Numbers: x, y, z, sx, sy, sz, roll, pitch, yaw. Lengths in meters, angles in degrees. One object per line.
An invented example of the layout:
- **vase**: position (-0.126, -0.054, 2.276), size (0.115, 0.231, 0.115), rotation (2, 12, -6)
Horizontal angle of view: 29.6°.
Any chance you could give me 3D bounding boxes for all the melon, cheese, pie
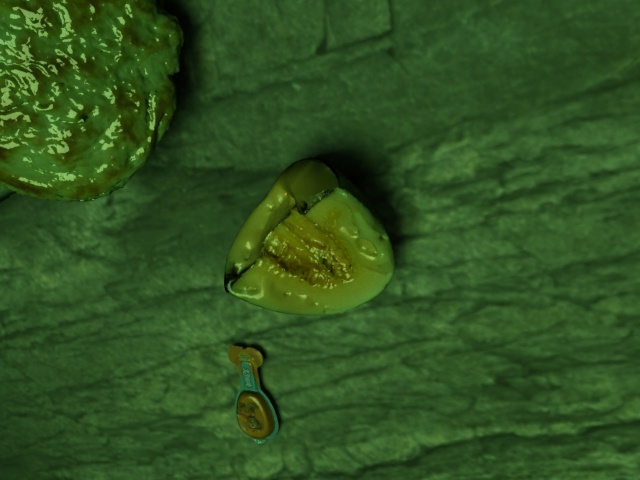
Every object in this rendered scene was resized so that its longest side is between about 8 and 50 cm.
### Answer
- **melon**: position (0.000, 0.000, 1.043), size (0.128, 0.079, 0.160), rotation (36, 125, -18)
- **cheese**: position (-0.066, 0.151, 1.177), size (0.047, 0.017, 0.111), rotation (1, 115, 21)
- **pie**: position (-0.217, -0.150, 1.028), size (0.201, 0.090, 0.248), rotation (17, 107, -12)

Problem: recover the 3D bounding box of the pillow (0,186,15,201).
- **pillow**: position (-0.357, -0.091, 1.133), size (0.250, 0.106, 0.186), rotation (-34, 103, 27)
